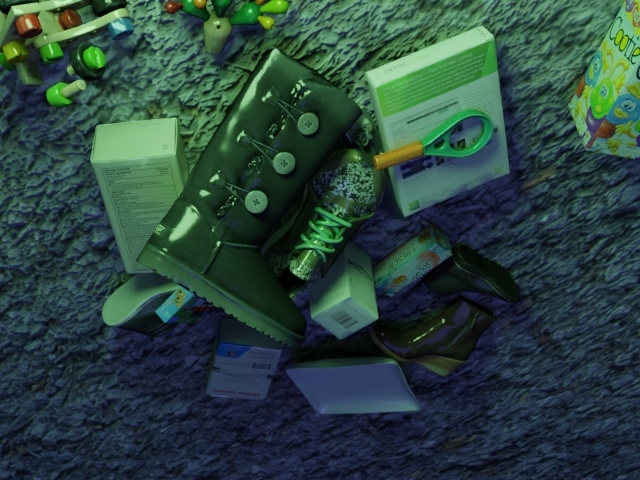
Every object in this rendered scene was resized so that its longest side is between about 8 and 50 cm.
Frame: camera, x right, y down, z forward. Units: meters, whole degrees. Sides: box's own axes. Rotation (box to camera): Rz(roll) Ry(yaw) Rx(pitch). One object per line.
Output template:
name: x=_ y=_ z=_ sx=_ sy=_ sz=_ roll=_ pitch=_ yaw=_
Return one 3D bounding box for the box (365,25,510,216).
box: x=0.224 y=-0.213 z=1.778 sx=0.232 sy=0.058 sz=0.322 roll=-23 pitch=135 yaw=-6

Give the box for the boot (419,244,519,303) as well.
boot: x=0.335 y=0.100 z=2.157 sx=0.198 sy=0.076 sz=0.137 roll=36 pitch=128 yaw=-19

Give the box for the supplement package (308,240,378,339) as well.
supplement package: x=0.045 y=0.097 z=2.039 sx=0.105 sy=0.179 sz=0.105 roll=-32 pitch=130 yaw=25

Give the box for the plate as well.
plate: x=0.086 y=0.350 z=2.358 sx=0.278 sy=0.045 sz=0.277 roll=-5 pitch=146 yaw=17

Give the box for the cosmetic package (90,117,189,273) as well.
cosmetic package: x=-0.330 y=-0.080 z=1.873 sx=0.160 sy=0.113 sz=0.309 roll=-5 pitch=135 yaw=-1

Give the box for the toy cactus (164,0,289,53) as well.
toy cactus: x=-0.161 y=-0.379 z=1.602 sx=0.219 sy=0.112 sz=0.180 roll=-2 pitch=146 yaw=-15

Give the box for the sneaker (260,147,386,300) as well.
sneaker: x=0.000 y=0.000 z=1.872 sx=0.158 sy=0.182 sz=0.410 roll=24 pitch=129 yaw=-12

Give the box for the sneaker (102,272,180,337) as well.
sneaker: x=-0.317 y=0.107 z=2.088 sx=0.296 sy=0.104 sz=0.147 roll=-34 pitch=148 yaw=13

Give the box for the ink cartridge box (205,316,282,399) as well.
ink cartridge box: x=-0.182 y=0.281 z=2.275 sx=0.148 sy=0.085 sz=0.203 roll=8 pitch=135 yaw=-13

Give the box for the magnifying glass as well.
magnifying glass: x=0.206 y=-0.174 z=1.746 sx=0.231 sy=0.026 sz=0.092 roll=-18 pitch=133 yaw=-9

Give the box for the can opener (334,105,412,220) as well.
can opener: x=0.101 y=-0.150 z=1.887 sx=0.095 sy=0.076 sz=0.283 roll=7 pitch=146 yaw=36

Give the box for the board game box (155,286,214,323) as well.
board game box: x=-0.226 y=0.089 z=2.001 sx=0.211 sy=0.039 sz=0.160 roll=-46 pitch=164 yaw=9

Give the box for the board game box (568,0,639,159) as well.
board game box: x=0.576 y=-0.296 z=1.711 sx=0.142 sy=0.144 sz=0.275 roll=9 pitch=134 yaw=-13

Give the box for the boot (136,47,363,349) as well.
boot: x=-0.067 y=-0.068 z=1.724 sx=0.367 sy=0.146 sz=0.445 roll=34 pitch=82 yaw=-31

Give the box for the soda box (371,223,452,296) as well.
soda box: x=0.197 y=0.044 z=2.083 sx=0.058 sy=0.063 sz=0.183 roll=32 pitch=125 yaw=-32

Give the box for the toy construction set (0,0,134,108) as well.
toy construction set: x=-0.483 y=-0.365 z=1.517 sx=0.237 sy=0.257 sz=0.308 roll=-20 pitch=115 yaw=32

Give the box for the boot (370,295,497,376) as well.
boot: x=0.265 y=0.202 z=2.261 sx=0.248 sy=0.090 sz=0.206 roll=25 pitch=114 yaw=-22
